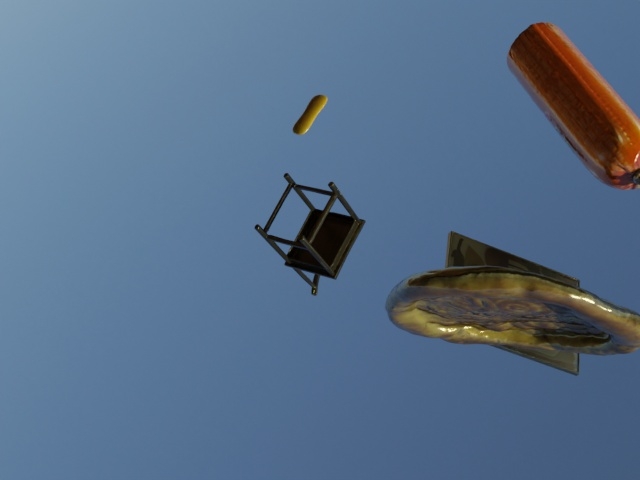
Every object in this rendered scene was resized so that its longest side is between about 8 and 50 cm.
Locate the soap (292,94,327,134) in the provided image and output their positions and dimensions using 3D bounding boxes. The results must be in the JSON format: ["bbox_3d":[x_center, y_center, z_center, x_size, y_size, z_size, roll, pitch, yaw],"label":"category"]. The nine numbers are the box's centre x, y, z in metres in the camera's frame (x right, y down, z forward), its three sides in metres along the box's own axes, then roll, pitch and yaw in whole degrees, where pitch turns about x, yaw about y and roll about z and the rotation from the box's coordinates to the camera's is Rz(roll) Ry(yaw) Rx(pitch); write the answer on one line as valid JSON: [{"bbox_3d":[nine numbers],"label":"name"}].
[{"bbox_3d":[-0.018,-0.217,1.467,0.034,0.012,0.089,18,-113,36],"label":"soap"}]

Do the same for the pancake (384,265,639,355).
[{"bbox_3d":[0.180,0.072,0.814,0.250,0.250,0.031,-2,-110,35],"label":"pancake"}]

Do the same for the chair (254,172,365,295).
[{"bbox_3d":[0.000,0.000,1.747,0.141,0.260,0.154,14,-113,37],"label":"chair"}]

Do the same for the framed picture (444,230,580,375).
[{"bbox_3d":[0.244,0.079,1.080,0.010,0.201,0.136,133,-28,-55],"label":"framed picture"}]

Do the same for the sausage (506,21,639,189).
[{"bbox_3d":[0.355,-0.170,1.139,0.093,0.093,0.312,-30,-131,9],"label":"sausage"}]
